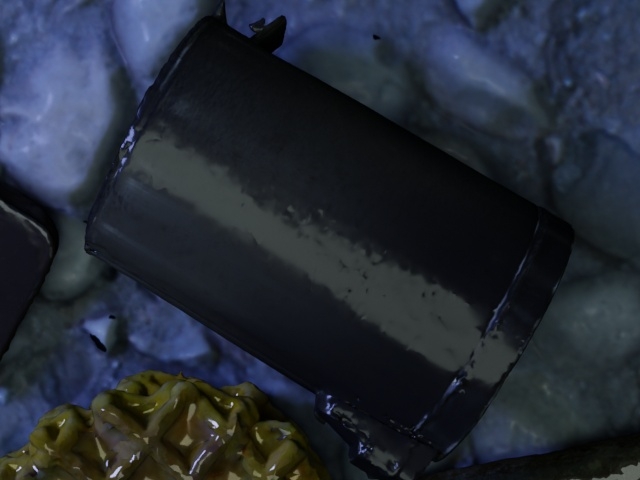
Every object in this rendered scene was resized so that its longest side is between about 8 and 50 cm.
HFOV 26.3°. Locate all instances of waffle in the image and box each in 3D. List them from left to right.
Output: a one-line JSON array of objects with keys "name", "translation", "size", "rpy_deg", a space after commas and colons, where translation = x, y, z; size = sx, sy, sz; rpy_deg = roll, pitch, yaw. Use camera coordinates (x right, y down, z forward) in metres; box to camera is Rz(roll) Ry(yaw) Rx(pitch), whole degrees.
[{"name": "waffle", "translation": [-0.102, 0.254, 1.065], "size": [0.261, 0.151, 0.324], "rpy_deg": [-28, 99, -4]}]

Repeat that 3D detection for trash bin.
[{"name": "trash bin", "translation": [0.000, 0.000, 0.982], "size": [0.302, 0.203, 0.252], "rpy_deg": [31, 75, -1]}]

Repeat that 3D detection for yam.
[{"name": "yam", "translation": [0.187, 0.192, 1.084], "size": [0.274, 0.061, 0.061], "rpy_deg": [-14, 101, 7]}]

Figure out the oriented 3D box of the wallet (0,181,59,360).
[{"name": "wallet", "translation": [-0.364, -0.023, 1.095], "size": [0.310, 0.042, 0.165], "rpy_deg": [31, 105, -1]}]
